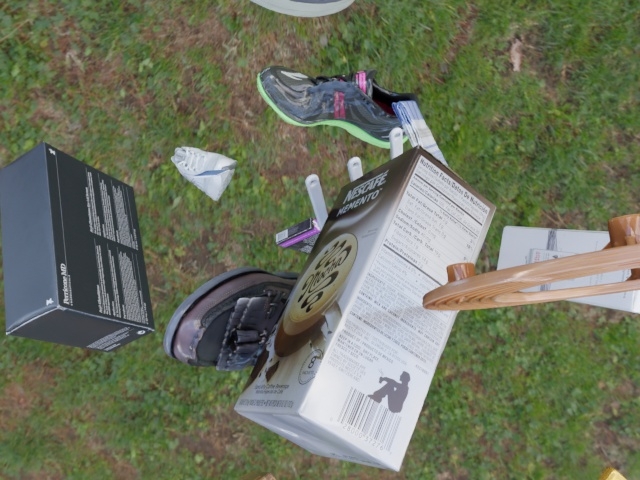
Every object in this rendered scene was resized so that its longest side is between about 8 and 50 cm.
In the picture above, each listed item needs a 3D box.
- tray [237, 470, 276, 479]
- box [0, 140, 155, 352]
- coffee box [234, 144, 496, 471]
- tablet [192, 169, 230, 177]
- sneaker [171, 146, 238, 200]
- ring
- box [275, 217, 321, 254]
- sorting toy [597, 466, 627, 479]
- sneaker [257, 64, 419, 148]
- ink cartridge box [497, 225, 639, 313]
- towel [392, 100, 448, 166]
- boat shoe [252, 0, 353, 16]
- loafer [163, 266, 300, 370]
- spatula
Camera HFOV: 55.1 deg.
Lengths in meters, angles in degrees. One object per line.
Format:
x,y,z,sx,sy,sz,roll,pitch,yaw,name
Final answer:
-0.174,0.500,1.096,0.202,0.411,0.076,-32,79,-19,tray
-0.357,0.015,0.901,0.103,0.261,0.184,-25,153,16,box
0.048,0.068,0.646,0.118,0.297,0.168,34,154,-16,coffee box
-0.228,-0.139,1.284,0.054,0.083,0.006,-2,105,12,tablet
-0.300,-0.177,1.533,0.129,0.297,0.111,30,82,-26,sneaker
0.244,0.016,0.472,0.336,0.336,0.032,-6,79,1,ring
0.000,0.000,1.331,0.162,0.029,0.116,20,149,-39,box
0.216,0.379,0.575,0.195,0.047,0.348,30,81,-11,sorting toy
0.058,-0.410,1.706,0.482,0.185,0.202,9,142,-21,sneaker
0.469,0.052,1.027,0.207,0.283,0.117,10,89,-27,ink cartridge box
0.281,-0.231,1.572,0.034,0.209,0.285,-27,91,25,towel
-0.143,-0.377,0.478,0.500,0.186,0.156,41,145,12,boat shoe
-0.057,0.094,0.730,0.095,0.302,0.109,26,102,21,loafer
0.058,-0.045,0.826,0.168,0.019,0.242,-30,147,-10,spatula
